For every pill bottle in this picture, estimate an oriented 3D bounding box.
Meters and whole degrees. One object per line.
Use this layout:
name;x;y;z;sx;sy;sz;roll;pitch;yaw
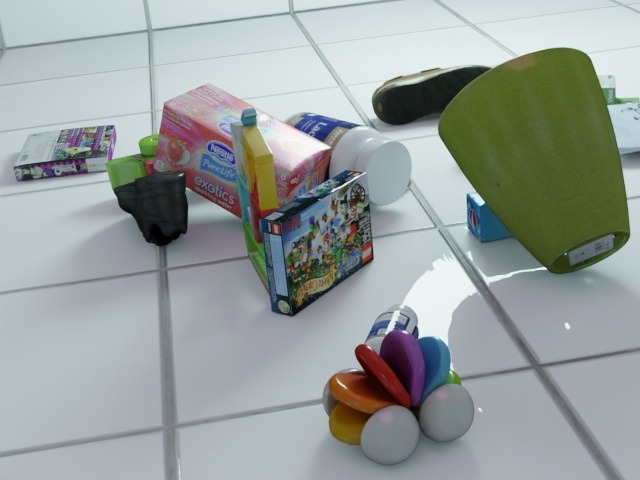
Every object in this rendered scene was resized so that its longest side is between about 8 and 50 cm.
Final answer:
pill bottle;0.040;-0.156;2.028;0.153;0.153;0.264;-25;30;-36
pill bottle;0.100;0.138;1.461;0.067;0.067;0.120;2;25;17

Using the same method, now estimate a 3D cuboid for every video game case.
video game case;-0.583;-0.205;2.418;0.210;0.042;0.232;-8;24;-4

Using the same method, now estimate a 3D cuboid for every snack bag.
snack bag;0.749;-0.234;2.190;0.342;0.037;0.323;-3;23;5

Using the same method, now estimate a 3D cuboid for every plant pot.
plant pot;0.368;-0.107;1.670;0.274;0.275;0.294;-13;65;-16

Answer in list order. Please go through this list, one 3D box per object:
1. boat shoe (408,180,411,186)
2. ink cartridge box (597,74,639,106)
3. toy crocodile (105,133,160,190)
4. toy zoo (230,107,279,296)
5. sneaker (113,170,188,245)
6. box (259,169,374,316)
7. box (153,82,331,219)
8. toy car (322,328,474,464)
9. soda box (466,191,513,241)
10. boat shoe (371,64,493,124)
boat shoe;0.112;-0.133;2.100;0.153;0.048;0.056;11;74;42
ink cartridge box;0.629;-0.339;2.418;0.209;0.062;0.109;1;24;15
toy crocodile;-0.267;-0.157;2.148;0.340;0.115;0.105;-8;25;-5
toy zoo;-0.102;-0.072;1.702;0.030;0.293;0.192;-11;25;-13
sneaker;-0.312;-0.053;1.941;0.109;0.130;0.286;-12;2;-19
box;0.000;0.000;1.680;0.044;0.159;0.233;11;29;35
box;-0.148;-0.155;1.961;0.300;0.154;0.142;30;37;20
toy car;0.092;0.177;1.291;0.182;0.136;0.159;-17;26;-23
soda box;0.365;-0.057;1.833;0.210;0.071;0.067;-10;24;-10
boat shoe;0.274;-0.358;2.468;0.324;0.123;0.120;-8;24;-6
